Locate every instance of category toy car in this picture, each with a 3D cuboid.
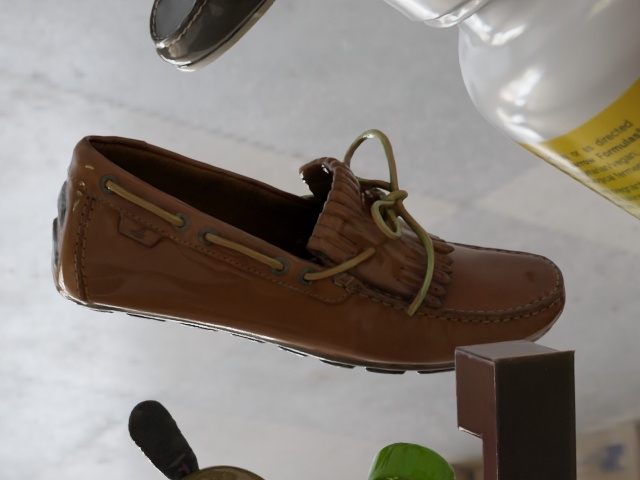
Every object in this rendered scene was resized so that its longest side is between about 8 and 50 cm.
[{"bbox_3d":[-0.040,0.171,0.998,0.188,0.155,0.149,32,140,-14],"label":"toy car"}]

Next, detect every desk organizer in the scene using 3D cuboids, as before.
[{"bbox_3d":[0.102,0.119,0.905,0.047,0.130,0.050,-5,-172,-22],"label":"desk organizer"}]

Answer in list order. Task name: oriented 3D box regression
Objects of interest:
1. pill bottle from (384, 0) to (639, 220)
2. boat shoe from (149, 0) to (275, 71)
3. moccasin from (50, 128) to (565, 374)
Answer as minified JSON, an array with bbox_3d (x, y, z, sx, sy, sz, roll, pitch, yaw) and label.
[{"bbox_3d":[0.187,-0.092,0.786,0.334,0.188,0.188,30,142,-19],"label":"pill bottle"},{"bbox_3d":[-0.039,-0.258,1.208,0.095,0.112,0.335,21,127,-36],"label":"boat shoe"},{"bbox_3d":[0.000,-0.001,1.258,0.380,0.139,0.147,14,114,-7],"label":"moccasin"}]
